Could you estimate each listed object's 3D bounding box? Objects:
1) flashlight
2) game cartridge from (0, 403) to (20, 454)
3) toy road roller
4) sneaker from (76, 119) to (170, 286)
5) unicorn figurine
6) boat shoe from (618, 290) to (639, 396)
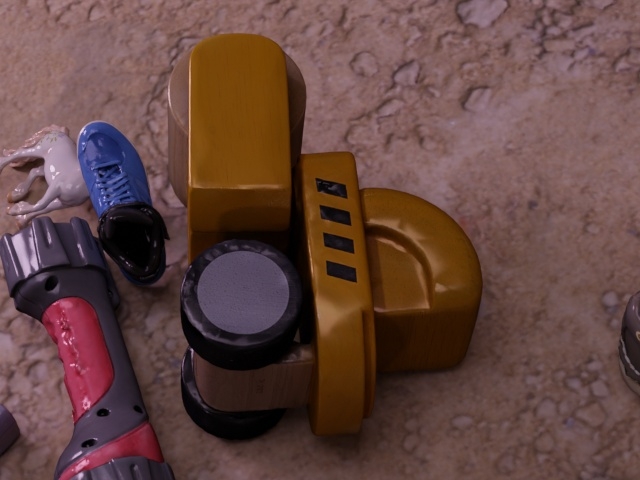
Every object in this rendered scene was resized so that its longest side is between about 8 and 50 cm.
[{"bbox_3d":[-0.200,0.117,1.553,0.103,0.103,0.304,-23,59,-1],"label":"flashlight"},{"bbox_3d":[-0.460,0.143,1.609,0.355,0.068,0.230,33,65,26],"label":"game cartridge"},{"bbox_3d":[0.000,0.000,1.539,0.241,0.202,0.329,-3,63,-6],"label":"toy road roller"},{"bbox_3d":[-0.170,-0.035,1.608,0.058,0.084,0.152,-16,88,-7],"label":"sneaker"},{"bbox_3d":[-0.231,-0.051,1.685,0.111,0.060,0.162,-28,61,-3],"label":"unicorn figurine"},{"bbox_3d":[0.375,0.118,1.454,0.305,0.091,0.109,21,65,21],"label":"boat shoe"}]
